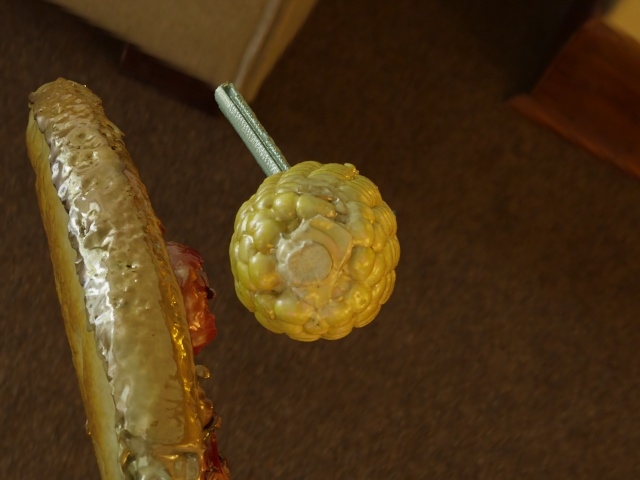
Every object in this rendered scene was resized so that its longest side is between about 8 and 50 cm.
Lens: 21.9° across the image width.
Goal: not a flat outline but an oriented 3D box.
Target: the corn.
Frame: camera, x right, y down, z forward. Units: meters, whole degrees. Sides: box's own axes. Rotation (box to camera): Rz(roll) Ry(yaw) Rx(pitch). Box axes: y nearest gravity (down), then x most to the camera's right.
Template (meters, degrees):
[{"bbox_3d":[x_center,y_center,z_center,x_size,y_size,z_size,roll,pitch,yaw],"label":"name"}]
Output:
[{"bbox_3d":[0.000,0.000,0.673,0.067,0.206,0.067,0,95,3],"label":"corn"}]

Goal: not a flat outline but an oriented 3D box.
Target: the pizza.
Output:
[{"bbox_3d":[-0.137,0.108,1.341,0.130,0.406,0.440,-14,46,-9],"label":"pizza"}]

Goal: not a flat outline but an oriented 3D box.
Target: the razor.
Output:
[{"bbox_3d":[-0.029,-0.053,1.106,0.084,0.036,0.211,18,17,-33],"label":"razor"}]
